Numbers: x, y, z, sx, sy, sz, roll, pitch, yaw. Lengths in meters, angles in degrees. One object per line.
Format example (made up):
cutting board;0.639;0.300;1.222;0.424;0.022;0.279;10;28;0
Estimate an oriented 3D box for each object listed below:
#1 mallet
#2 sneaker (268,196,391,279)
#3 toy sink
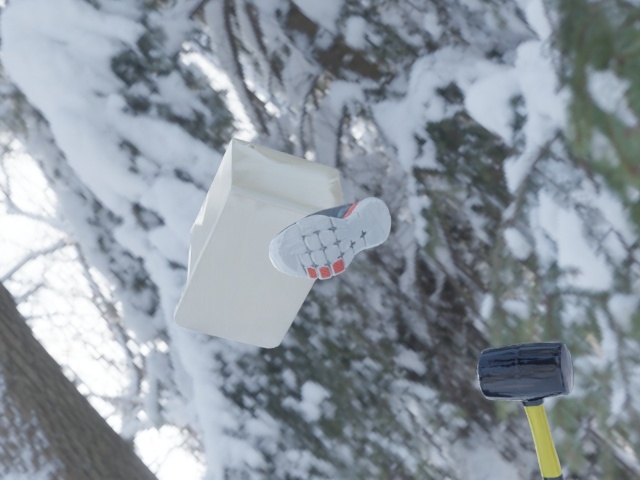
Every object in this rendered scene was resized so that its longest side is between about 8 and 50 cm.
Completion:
mallet;0.168;0.155;0.731;0.062;0.189;0.039;-17;13;29
sneaker;0.000;0.000;1.008;0.158;0.065;0.061;-18;-78;-45
toy sink;-0.086;0.005;1.379;0.153;0.131;0.234;15;-54;-16
